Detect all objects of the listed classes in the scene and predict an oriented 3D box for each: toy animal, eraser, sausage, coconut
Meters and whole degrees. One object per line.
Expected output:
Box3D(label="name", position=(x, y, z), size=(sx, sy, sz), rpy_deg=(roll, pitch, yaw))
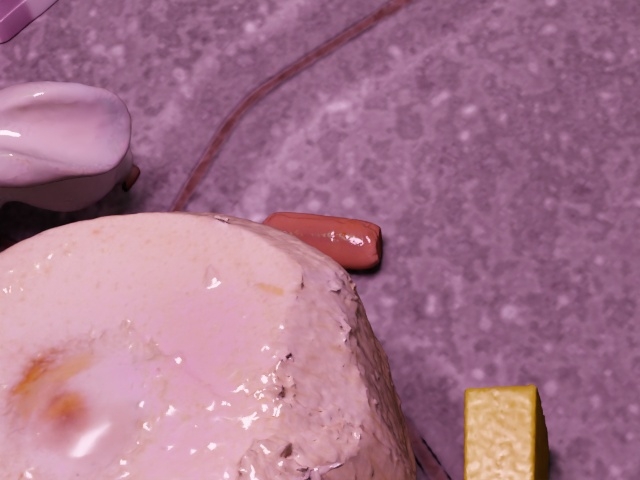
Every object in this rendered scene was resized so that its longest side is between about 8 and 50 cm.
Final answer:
Box3D(label="toy animal", position=(-0.284, -0.100, 1.306), size=(0.247, 0.183, 0.310), rpy_deg=(-31, 59, -6))
Box3D(label="eraser", position=(-0.220, -0.197, 1.439), size=(0.105, 0.026, 0.065), rpy_deg=(-43, 63, -13))
Box3D(label="eraser", position=(0.107, 0.157, 1.120), size=(0.045, 0.097, 0.122), rpy_deg=(-2, 61, 9))
Box3D(label="sausage", position=(0.000, 0.000, 1.272), size=(0.083, 0.034, 0.034), rpy_deg=(7, 63, 17))
Box3D(label="coconut", position=(-0.085, 0.145, 1.079), size=(0.297, 0.254, 0.297), rpy_deg=(-8, 52, 10))
